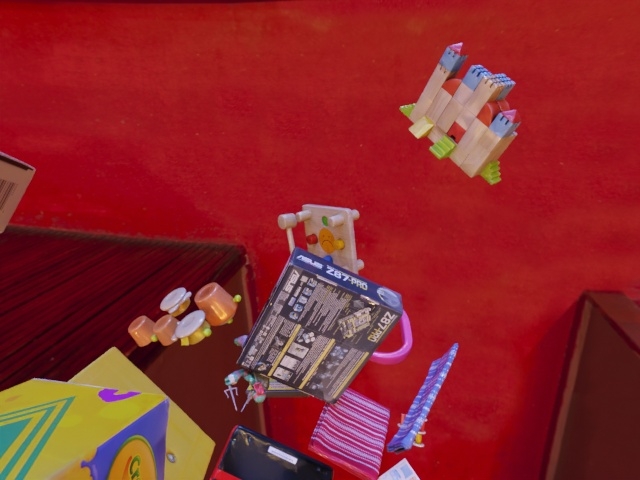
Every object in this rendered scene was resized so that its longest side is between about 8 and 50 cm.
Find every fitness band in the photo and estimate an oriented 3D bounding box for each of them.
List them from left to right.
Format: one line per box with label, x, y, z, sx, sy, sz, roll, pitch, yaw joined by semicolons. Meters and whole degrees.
fitness band;0.222;0.318;1.459;0.208;0.291;0.054;7;124;-1

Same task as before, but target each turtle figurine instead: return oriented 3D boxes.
turtle figurine;-0.206;0.412;1.222;0.118;0.234;0.175;-18;134;4

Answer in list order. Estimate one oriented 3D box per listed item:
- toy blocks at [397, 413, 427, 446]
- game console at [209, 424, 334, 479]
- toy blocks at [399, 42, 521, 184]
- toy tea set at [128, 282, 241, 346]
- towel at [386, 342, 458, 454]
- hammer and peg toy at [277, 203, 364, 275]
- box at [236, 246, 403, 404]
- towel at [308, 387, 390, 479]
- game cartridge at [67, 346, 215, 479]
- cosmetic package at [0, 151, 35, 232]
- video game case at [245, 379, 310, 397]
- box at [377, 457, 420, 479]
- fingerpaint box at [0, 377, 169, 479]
toy blocks;0.382;0.762;1.682;0.123;0.054;0.148;2;78;39
game console;-0.184;0.852;1.330;0.386;0.342;0.060;24;153;2
toy blocks;0.436;-0.381;1.171;0.382;0.190;0.261;53;142;23
toy tea set;-0.374;0.230;1.124;0.335;0.200;0.124;-10;125;34
towel;0.307;0.481;1.220;0.040;0.336;0.243;30;154;15
hammer and peg toy;0.000;0.000;1.492;0.361;0.127;0.266;11;113;50
box;-0.012;0.246;1.096;0.317;0.097;0.395;25;118;-6
towel;0.093;0.534;1.151;0.198;0.275;0.031;26;115;8
game cartridge;-0.354;0.375;0.768;0.052;0.285;0.324;-44;96;1
cosmetic package;-0.629;-0.133;0.598;0.295;0.153;0.129;25;84;-7
video game case;-0.126;0.509;1.590;0.274;0.248;0.035;-11;115;25
box;0.267;0.801;1.224;0.203;0.114;0.103;49;143;34
fingerpaint box;-0.256;0.360;0.210;0.163;0.371;0.446;2;93;12
